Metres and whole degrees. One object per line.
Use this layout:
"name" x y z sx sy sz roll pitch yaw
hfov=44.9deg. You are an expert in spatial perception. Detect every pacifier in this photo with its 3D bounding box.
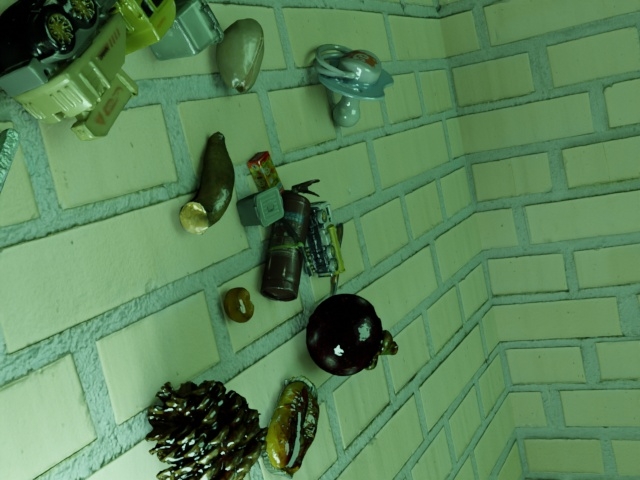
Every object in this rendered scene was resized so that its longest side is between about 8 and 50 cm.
"pacifier" 0.086 -0.458 2.368 0.299 0.244 0.233 -57 162 -57

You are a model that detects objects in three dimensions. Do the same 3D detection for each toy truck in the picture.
"toy truck" 0.000 0.000 2.164 0.114 0.098 0.226 -42 122 -60
"toy truck" -0.421 -0.378 1.430 0.254 0.181 0.405 56 39 -35

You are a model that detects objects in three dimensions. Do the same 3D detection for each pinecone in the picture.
"pinecone" -0.223 0.395 1.548 0.243 0.244 0.257 -7 84 -61

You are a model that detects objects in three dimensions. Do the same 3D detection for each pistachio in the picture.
"pistachio" -0.194 -0.455 1.901 0.124 0.125 0.184 12 76 -59

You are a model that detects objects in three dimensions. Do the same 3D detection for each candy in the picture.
"candy" -0.141 -0.166 2.011 0.062 0.038 0.122 -55 130 -50

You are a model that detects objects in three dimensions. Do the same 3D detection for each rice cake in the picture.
"rice cake" -0.546 -0.096 1.291 0.033 0.033 0.207 32 57 -41

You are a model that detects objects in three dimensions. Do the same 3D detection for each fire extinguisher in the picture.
"fire extinguisher" -0.070 -0.014 2.013 0.105 0.142 0.341 85 13 -64

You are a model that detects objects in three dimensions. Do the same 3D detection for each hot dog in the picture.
"hot dog" -0.067 0.471 1.950 0.162 0.082 0.270 61 35 -36

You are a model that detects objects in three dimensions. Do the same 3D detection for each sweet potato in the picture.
"sweet potato" -0.247 -0.131 1.770 0.112 0.085 0.285 45 46 -41

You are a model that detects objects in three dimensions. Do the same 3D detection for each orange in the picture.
"orange" -0.196 0.154 1.818 0.086 0.062 0.086 -17 90 -74

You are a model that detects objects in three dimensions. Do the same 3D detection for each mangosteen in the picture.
"mangosteen" 0.091 0.265 2.103 0.266 0.228 0.228 21 58 -14

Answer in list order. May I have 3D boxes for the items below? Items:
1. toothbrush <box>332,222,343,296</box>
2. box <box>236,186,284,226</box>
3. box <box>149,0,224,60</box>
"toothbrush" 0.044 0.091 2.292 0.031 0.023 0.320 45 46 -51
"box" -0.152 -0.082 1.942 0.122 0.069 0.084 -33 113 -58
"box" -0.309 -0.454 1.668 0.093 0.172 0.124 -53 128 -32
